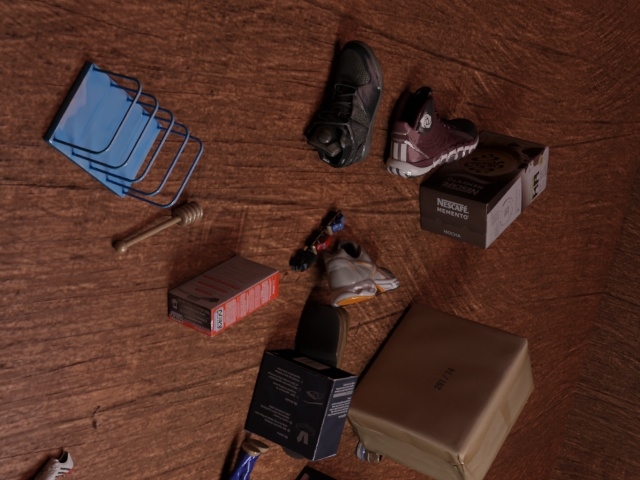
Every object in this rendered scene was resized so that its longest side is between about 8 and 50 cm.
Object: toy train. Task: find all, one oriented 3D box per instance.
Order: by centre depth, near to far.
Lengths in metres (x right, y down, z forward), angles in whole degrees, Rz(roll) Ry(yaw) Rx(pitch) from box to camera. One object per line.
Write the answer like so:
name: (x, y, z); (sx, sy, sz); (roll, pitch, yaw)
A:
toy train: (0.000, 0.000, 1.864); (0.158, 0.036, 0.027); (-51, 144, -30)

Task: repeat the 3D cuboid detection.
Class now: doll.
doll: (-0.157, 0.459, 1.856); (0.129, 0.046, 0.189); (2, 111, -68)

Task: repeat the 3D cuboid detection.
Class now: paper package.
paper package: (0.262, 0.334, 2.196); (0.325, 0.309, 0.168); (-52, 142, -29)

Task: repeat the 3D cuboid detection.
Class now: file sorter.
file sorter: (-0.249, -0.131, 1.330); (0.118, 0.104, 0.170); (-63, 149, -11)

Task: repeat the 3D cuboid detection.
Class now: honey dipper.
honey dipper: (-0.238, -0.019, 1.485); (0.161, 0.030, 0.030); (-30, 130, -45)

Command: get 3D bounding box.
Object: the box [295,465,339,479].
box: (-0.014, 0.576, 2.022); (0.220, 0.175, 0.051); (-50, 141, -31)

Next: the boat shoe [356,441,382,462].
boat shoe: (0.154, 0.429, 2.315); (0.183, 0.066, 0.066); (-59, 147, -20)

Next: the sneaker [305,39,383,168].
sneaker: (0.042, -0.227, 1.758); (0.130, 0.087, 0.227); (-35, 140, -54)

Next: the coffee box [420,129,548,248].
coffee box: (0.367, -0.120, 2.256); (0.297, 0.168, 0.119); (-41, 138, -41)

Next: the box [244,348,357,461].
box: (-0.036, 0.298, 1.855); (0.093, 0.156, 0.158); (4, 103, -60)

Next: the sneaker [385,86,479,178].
sneaker: (0.236, -0.242, 2.047); (0.281, 0.106, 0.162); (-32, 129, -46)

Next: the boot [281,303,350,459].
boot: (0.001, 0.273, 1.960); (0.115, 0.112, 0.305); (4, 101, -69)

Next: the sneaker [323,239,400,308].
sneaker: (0.079, 0.054, 1.970); (0.262, 0.099, 0.121); (-8, 80, -72)

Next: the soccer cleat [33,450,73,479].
soccer cleat: (-0.385, 0.330, 1.442); (0.083, 0.029, 0.035); (-27, 120, -53)

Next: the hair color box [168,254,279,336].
hair color box: (-0.152, 0.086, 1.614); (0.167, 0.093, 0.053); (-28, 129, -48)
